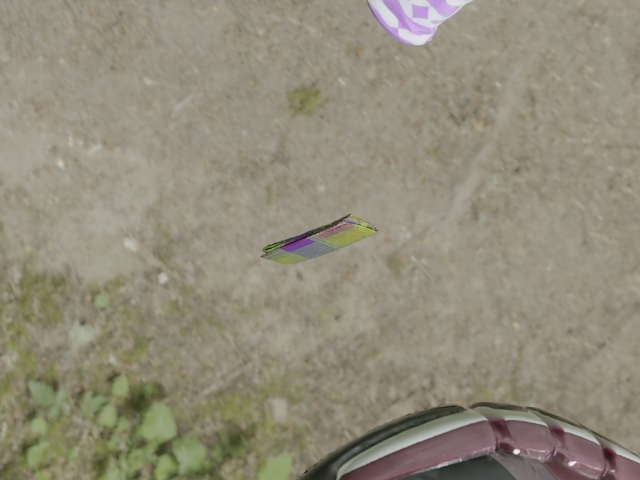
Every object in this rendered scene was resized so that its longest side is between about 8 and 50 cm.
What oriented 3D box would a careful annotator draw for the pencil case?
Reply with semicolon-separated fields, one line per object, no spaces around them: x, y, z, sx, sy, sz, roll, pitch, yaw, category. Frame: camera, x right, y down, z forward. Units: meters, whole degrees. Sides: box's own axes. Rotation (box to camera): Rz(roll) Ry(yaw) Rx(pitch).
0.125;-0.224;0.999;0.088;0.086;0.206;33;134;-32;pencil case

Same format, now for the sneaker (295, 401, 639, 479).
0.117;0.130;0.369;0.281;0.162;0.106;13;103;-40;sneaker

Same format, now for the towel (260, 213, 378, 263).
0.000;0.000;1.039;0.083;0.009;0.060;-21;163;22;towel
